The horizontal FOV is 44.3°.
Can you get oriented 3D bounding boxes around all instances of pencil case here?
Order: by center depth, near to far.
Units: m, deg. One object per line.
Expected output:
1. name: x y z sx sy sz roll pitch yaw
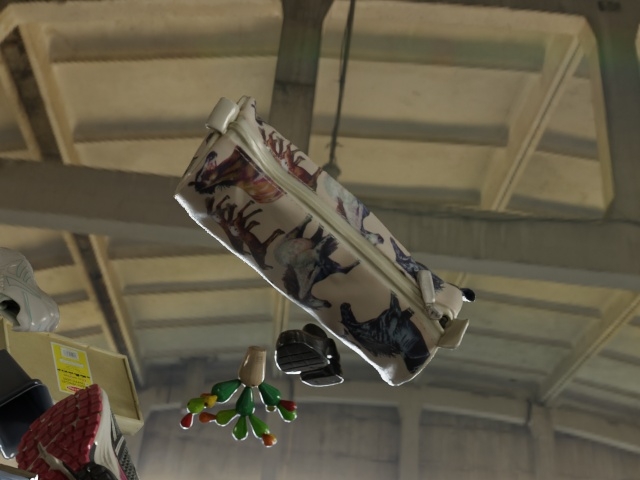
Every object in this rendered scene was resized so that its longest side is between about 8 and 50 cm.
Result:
1. pencil case: 0.000 0.000 0.989 0.410 0.160 0.183 41 -35 -8

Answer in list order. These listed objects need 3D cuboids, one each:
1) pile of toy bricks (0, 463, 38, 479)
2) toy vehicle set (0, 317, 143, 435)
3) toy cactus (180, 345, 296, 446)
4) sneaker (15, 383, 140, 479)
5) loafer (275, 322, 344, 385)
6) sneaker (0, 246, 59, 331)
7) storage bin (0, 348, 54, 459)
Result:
1. pile of toy bricks: -0.175 0.134 0.274 0.212 0.118 0.105 16 -10 -2
2. toy vehicle set: -0.442 0.243 1.384 0.035 0.166 0.267 -44 -45 17
3. toy cactus: -0.138 0.288 1.455 0.219 0.180 0.112 11 7 -14
4. sneaker: -0.262 0.280 0.890 0.121 0.299 0.112 -33 -55 -3
5. loafer: -0.016 0.131 0.954 0.062 0.061 0.170 -9 -24 10
6. sneaker: -0.404 0.062 1.028 0.061 0.152 0.053 -5 -47 -55
7. storage bin: -0.426 0.219 1.060 0.091 0.098 0.135 42 -33 28
